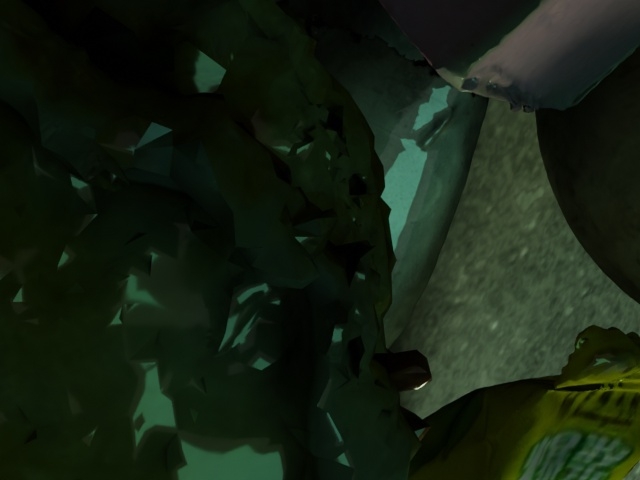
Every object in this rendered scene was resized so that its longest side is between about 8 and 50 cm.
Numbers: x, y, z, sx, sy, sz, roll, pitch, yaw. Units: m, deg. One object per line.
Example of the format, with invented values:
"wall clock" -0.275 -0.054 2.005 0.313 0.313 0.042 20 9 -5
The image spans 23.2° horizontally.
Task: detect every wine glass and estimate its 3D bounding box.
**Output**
"wine glass" 0.000 0.000 0.749 0.111 0.111 0.204 10 107 -52

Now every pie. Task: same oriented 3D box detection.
"pie" -0.170 0.087 0.437 0.180 0.395 0.418 -63 175 -70

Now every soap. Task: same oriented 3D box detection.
"soap" 0.159 -0.171 0.693 0.259 0.081 0.181 -43 164 21

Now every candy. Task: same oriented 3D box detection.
"candy" 0.096 0.133 0.902 0.297 0.081 0.187 -38 153 31

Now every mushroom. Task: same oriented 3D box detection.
"mushroom" 0.218 -0.070 0.857 0.189 0.253 0.195 2 156 -27
